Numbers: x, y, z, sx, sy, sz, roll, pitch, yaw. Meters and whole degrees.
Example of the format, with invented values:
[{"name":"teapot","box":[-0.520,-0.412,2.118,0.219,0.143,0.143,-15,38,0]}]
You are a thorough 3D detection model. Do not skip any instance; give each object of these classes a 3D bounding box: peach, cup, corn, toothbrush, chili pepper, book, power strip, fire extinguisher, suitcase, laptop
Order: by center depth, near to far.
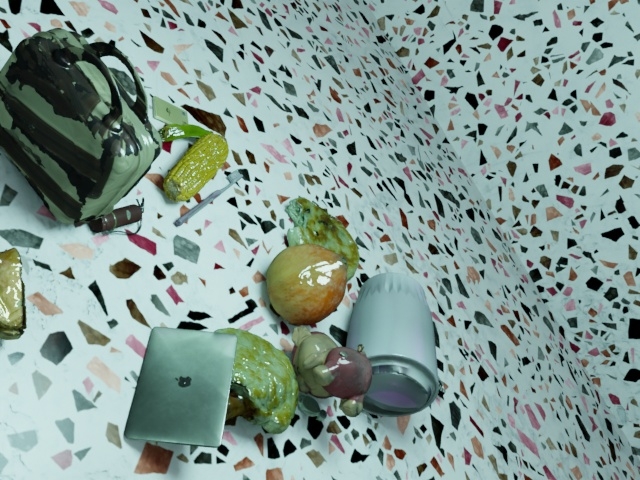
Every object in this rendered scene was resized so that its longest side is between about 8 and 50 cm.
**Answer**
[{"name":"suitcase","box":[-0.483,-0.246,1.406,0.351,0.339,0.194,51,33,1]},{"name":"laptop","box":[-0.277,0.291,1.411,0.187,0.015,0.269,7,46,-3]},{"name":"fire extinguisher","box":[-0.448,-0.046,1.566,0.157,0.045,0.078,-26,111,-59]},{"name":"power strip","box":[-0.023,0.420,1.721,0.083,0.035,0.055,36,34,-5]},{"name":"corn","box":[-0.325,-0.189,1.811,0.106,0.106,0.293,47,36,-13]},{"name":"peach","box":[-0.028,0.103,1.812,0.232,0.232,0.232,33,38,-31]},{"name":"toothbrush","box":[-0.294,-0.119,1.850,0.029,0.024,0.354,46,33,-5]},{"name":"chili pepper","box":[-0.357,-0.291,1.897,0.201,0.050,0.052,0,61,-53]},{"name":"book","box":[-0.412,-0.346,1.908,0.111,0.014,0.077,23,43,-42]},{"name":"cup","box":[0.194,0.284,1.926,0.253,0.253,0.372,40,32,-23]}]

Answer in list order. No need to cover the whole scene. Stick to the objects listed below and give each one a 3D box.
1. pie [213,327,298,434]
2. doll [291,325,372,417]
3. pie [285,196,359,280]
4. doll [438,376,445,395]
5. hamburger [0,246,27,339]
[{"name":"pie","box":[-0.158,0.307,1.573,0.274,0.105,0.257,26,33,-39]},{"name":"doll","box":[0.014,0.318,1.688,0.152,0.256,0.196,-11,102,-25]},{"name":"pie","box":[0.006,0.004,2.097,0.302,0.067,0.302,34,36,-29]},{"name":"doll","box":[0.309,0.419,2.123,0.219,0.067,0.091,37,33,-37]},{"name":"hamburger","box":[-0.585,0.094,1.223,0.102,0.087,0.176,2,65,-39]}]
